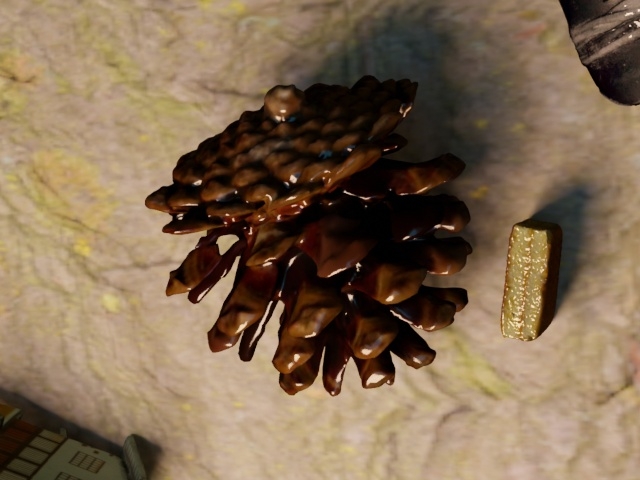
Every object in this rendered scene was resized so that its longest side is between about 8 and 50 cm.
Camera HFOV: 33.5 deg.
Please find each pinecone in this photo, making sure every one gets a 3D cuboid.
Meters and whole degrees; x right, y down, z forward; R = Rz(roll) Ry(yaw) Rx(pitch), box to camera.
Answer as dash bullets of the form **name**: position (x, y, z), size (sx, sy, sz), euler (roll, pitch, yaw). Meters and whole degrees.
- **pinecone**: position (0.002, 0.005, 0.831), size (0.264, 0.264, 0.264), euler (2, 97, 20)

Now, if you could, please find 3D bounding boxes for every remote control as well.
- **remote control**: position (0.215, -0.235, 0.822), size (0.090, 0.066, 0.266), euler (-16, 95, 62)

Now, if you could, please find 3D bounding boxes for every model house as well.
- **model house**: position (-0.291, 0.284, 0.987), size (0.215, 0.198, 0.224), euler (19, 101, 4)

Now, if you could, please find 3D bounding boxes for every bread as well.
- **bread**: position (0.169, 0.030, 0.848), size (0.035, 0.094, 0.090), euler (7, 96, 18)
